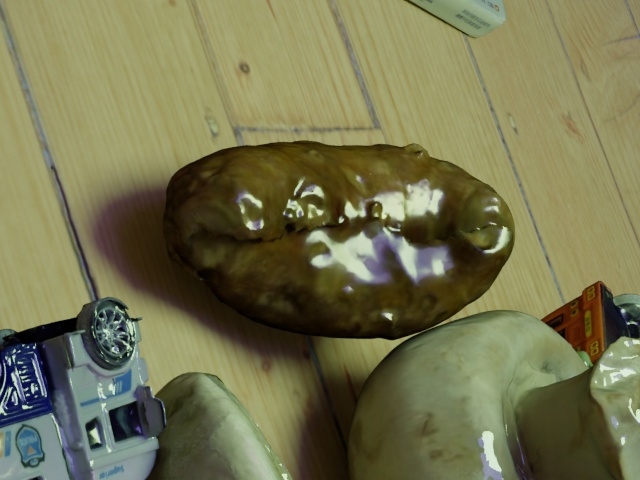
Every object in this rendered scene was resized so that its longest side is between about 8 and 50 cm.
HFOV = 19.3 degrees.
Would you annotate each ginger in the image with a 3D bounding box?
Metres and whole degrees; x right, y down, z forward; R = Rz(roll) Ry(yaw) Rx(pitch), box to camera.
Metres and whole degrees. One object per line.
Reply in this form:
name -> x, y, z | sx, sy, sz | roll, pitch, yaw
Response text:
ginger -> 0.000, 0.000, 1.519 | 0.321, 0.172, 0.165 | 2, 76, -33

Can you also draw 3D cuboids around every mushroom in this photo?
mushroom -> 0.183, 0.184, 1.538 | 0.297, 0.290, 0.297 | 33, 44, -40

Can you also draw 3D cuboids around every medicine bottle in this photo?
medicine bottle -> 0.120, -0.326, 2.029 | 0.201, 0.052, 0.171 | 21, 52, -50

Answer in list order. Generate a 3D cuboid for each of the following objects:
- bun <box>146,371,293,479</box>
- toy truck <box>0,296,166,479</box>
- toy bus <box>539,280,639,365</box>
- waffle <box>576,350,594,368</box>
bun -> -0.065, 0.199, 1.296 | 0.210, 0.116, 0.237 | 59, -2, -9
toy truck -> -0.212, 0.132, 1.154 | 0.268, 0.124, 0.155 | -12, 86, -56
toy bus -> 0.329, 0.207, 1.870 | 0.329, 0.153, 0.143 | 48, 25, -23
waffle -> 0.247, 0.209, 1.725 | 0.054, 0.208, 0.214 | -98, 173, -85
